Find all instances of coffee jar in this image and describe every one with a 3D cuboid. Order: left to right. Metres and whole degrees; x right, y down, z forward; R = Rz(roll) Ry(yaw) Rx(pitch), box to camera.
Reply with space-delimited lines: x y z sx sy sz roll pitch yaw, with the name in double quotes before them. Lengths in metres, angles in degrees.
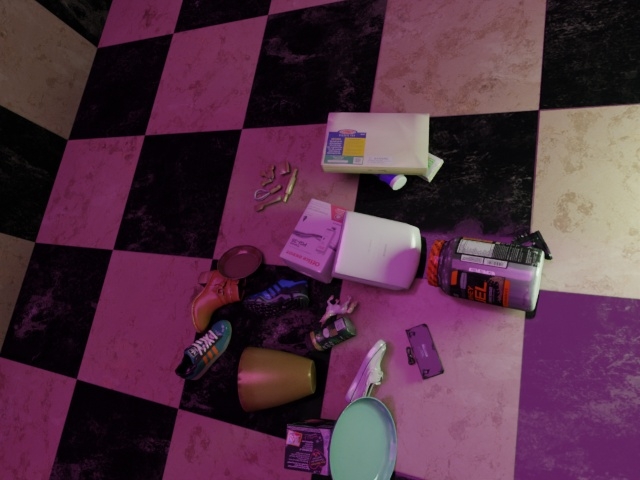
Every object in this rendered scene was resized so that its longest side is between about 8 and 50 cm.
"coffee jar" 0.035 0.359 1.711 0.184 0.096 0.079 -28 62 16

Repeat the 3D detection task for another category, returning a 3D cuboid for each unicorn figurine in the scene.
"unicorn figurine" 0.059 0.263 1.737 0.162 0.060 0.111 -22 31 38

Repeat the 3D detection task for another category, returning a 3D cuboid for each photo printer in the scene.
"photo printer" 0.212 0.043 1.665 0.307 0.107 0.256 13 79 -1

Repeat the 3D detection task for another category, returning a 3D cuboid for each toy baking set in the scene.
"toy baking set" -0.209 -0.243 2.056 0.196 0.030 0.256 9 78 30

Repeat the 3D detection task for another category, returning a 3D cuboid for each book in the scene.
"book" 0.397 -0.306 1.788 0.144 0.035 0.096 36 87 31

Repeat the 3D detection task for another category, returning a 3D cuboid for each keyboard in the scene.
"keyboard" 0.352 0.393 1.594 0.108 0.023 0.180 -22 65 11

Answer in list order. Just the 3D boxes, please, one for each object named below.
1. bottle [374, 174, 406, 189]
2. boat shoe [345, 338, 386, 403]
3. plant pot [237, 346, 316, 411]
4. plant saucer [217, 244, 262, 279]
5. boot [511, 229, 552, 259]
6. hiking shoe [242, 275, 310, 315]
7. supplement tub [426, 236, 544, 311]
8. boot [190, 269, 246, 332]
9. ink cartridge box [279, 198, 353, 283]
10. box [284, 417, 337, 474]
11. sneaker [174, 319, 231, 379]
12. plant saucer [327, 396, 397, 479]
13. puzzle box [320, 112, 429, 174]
"bottle" 0.238 -0.322 1.829 0.118 0.092 0.283 -35 62 2
"boat shoe" 0.183 0.480 1.615 0.084 0.095 0.258 29 98 25
"plant pot" -0.150 0.513 1.698 0.254 0.237 0.237 -5 72 8
"plant saucer" -0.348 0.101 1.969 0.198 0.036 0.199 -6 45 6
"boot" 0.708 0.028 1.526 0.099 0.045 0.121 -23 58 15
"hiking shoe" -0.177 0.226 1.863 0.304 0.113 0.132 -9 48 22
"supplement tub" 0.538 0.101 1.491 0.338 0.207 0.207 10 78 28
"boot" -0.435 0.264 1.972 0.220 0.109 0.284 -1 66 21
"ink cartridge box" 0.000 0.000 1.803 0.207 0.117 0.283 20 73 28
"box" 0.008 0.692 1.532 0.163 0.247 0.142 -4 74 25
"sneaker" -0.495 0.464 1.914 0.108 0.121 0.302 35 91 29
"plant saucer" 0.132 0.670 1.463 0.043 0.317 0.318 -14 66 47
"puzzle box" 0.216 -0.385 1.780 0.408 0.052 0.272 4 63 10
